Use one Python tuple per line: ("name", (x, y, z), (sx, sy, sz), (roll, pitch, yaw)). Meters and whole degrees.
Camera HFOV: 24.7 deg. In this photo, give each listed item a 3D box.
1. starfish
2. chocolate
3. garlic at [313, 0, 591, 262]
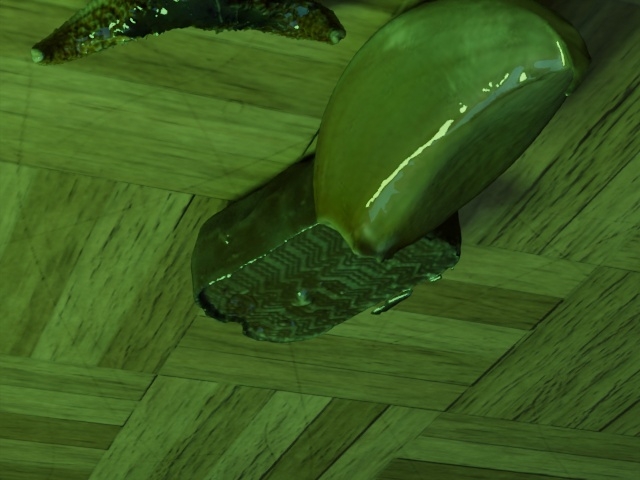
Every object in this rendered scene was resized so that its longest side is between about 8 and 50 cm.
("starfish", (-0.091, -0.175, 0.967), (0.238, 0.071, 0.216), (-30, 135, 20))
("chocolate", (0.000, 0.000, 1.225), (0.214, 0.093, 0.148), (-26, 140, 31))
("garlic", (0.096, -0.088, 1.028), (0.145, 0.164, 0.245), (32, 131, -19))
